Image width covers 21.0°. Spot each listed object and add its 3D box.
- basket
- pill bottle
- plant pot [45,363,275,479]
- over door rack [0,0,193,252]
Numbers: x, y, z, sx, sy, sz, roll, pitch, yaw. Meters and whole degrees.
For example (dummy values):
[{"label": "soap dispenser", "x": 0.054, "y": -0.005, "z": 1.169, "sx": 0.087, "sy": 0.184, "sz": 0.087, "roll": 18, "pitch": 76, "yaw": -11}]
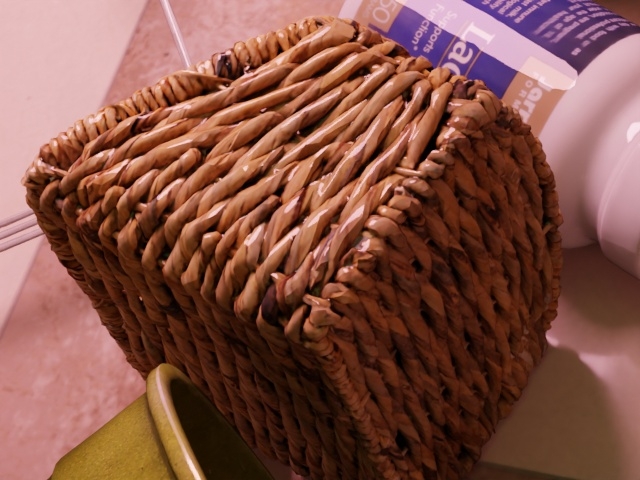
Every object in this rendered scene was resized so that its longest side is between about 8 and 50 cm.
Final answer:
[{"label": "basket", "x": 0.000, "y": 0.000, "z": 1.031, "sx": 0.223, "sy": 0.299, "sz": 0.213, "roll": 25, "pitch": 69, "yaw": 28}, {"label": "pill bottle", "x": 0.145, "y": -0.088, "z": 1.132, "sx": 0.264, "sy": 0.153, "sz": 0.153, "roll": 35, "pitch": 74, "yaw": 32}, {"label": "plant pot", "x": -0.121, "y": 0.309, "z": 0.847, "sx": 0.353, "sy": 0.366, "sz": 0.366, "roll": -34, "pitch": 55, "yaw": -1}, {"label": "over door rack", "x": -0.204, "y": -0.125, "z": 1.272, "sx": 0.239, "sy": 0.108, "sz": 0.324, "roll": -23, "pitch": 76, "yaw": 3}]
